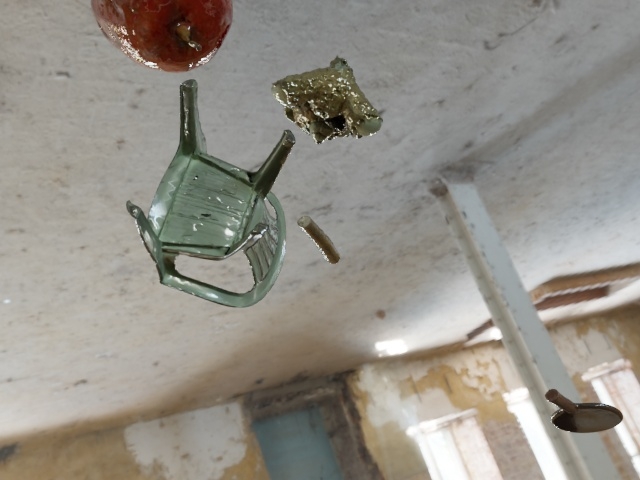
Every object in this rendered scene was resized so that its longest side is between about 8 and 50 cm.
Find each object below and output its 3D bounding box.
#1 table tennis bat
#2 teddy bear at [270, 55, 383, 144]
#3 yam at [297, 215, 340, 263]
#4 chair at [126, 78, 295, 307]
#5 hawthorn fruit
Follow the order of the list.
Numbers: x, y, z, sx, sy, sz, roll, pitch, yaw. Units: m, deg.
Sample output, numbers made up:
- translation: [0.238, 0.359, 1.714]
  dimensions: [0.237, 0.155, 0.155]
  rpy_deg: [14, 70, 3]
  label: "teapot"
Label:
- translation: [0.409, 0.315, 0.953]
  dimensions: [0.170, 0.119, 0.108]
  rpy_deg: [34, 133, -31]
  label: "table tennis bat"
- translation: [0.009, -0.320, 1.481]
  dimensions: [0.267, 0.156, 0.256]
  rpy_deg: [21, 160, -7]
  label: "teddy bear"
- translation: [0.000, 0.000, 1.106]
  dimensions: [0.032, 0.032, 0.145]
  rpy_deg: [-25, 145, 11]
  label: "yam"
- translation: [-0.125, -0.035, 0.818]
  dimensions: [0.191, 0.203, 0.274]
  rpy_deg: [18, 158, -4]
  label: "chair"
- translation: [-0.259, -0.390, 1.066]
  dimensions: [0.242, 0.271, 0.241]
  rpy_deg: [-26, 147, -18]
  label: "hawthorn fruit"
